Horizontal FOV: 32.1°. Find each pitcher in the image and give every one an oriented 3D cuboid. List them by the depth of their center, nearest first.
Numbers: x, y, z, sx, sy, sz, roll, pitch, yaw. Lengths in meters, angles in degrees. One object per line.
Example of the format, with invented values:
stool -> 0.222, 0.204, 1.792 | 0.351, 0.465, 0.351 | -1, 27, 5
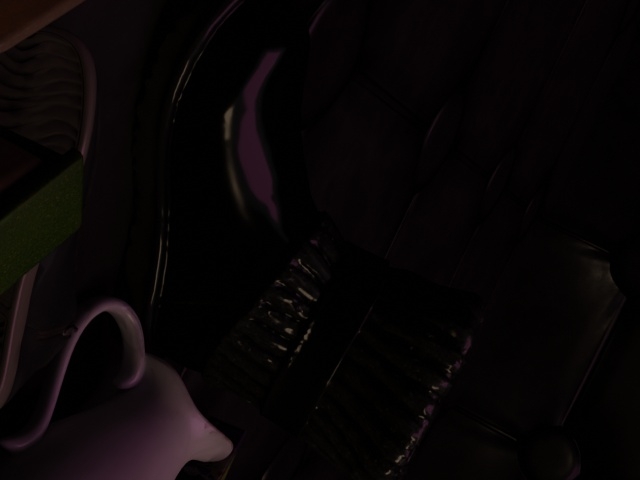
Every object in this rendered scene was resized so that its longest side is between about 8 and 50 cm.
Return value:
pitcher -> -0.175, 0.156, 0.788 | 0.207, 0.125, 0.178 | -45, 119, -39

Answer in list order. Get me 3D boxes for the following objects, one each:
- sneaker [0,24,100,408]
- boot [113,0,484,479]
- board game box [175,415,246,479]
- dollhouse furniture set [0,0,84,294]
sneaker -> -0.171, -0.014, 0.633 | 0.118, 0.083, 0.222 | -52, 162, -80
boot -> 0.002, -0.001, 0.800 | 0.131, 0.260, 0.348 | -41, 152, -50
board game box -> -0.158, 0.311, 0.992 | 0.347, 0.056, 0.208 | -56, 167, -76
dollhouse furniture set -> -0.121, -0.137, 0.446 | 0.301, 0.151, 0.197 | -48, 157, -41
